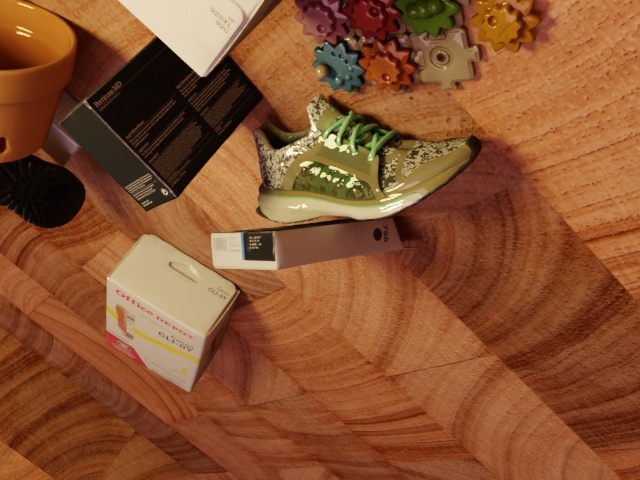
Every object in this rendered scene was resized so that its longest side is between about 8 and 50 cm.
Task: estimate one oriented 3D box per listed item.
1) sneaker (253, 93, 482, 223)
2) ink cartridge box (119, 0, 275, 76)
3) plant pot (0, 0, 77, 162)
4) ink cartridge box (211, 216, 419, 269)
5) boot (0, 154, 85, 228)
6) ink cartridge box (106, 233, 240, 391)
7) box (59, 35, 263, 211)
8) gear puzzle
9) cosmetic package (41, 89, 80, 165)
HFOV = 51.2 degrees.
[{"bbox_3d":[0.039,-0.136,1.029,0.410,0.158,0.182,-6,116,35],"label":"sneaker"},{"bbox_3d":[-0.110,-0.352,0.791,0.171,0.233,0.168,41,143,-12],"label":"ink cartridge box"},{"bbox_3d":[-0.575,-0.271,1.146,0.290,0.291,0.204,26,128,8],"label":"plant pot"},{"bbox_3d":[0.000,0.000,1.118,0.165,0.332,0.065,-2,93,46],"label":"ink cartridge box"},{"bbox_3d":[-0.659,-0.169,1.346,0.260,0.131,0.348,36,178,25],"label":"boot"},{"bbox_3d":[-0.389,0.196,1.704,0.279,0.160,0.385,30,144,3],"label":"ink cartridge box"},{"bbox_3d":[-0.236,-0.204,1.035,0.103,0.261,0.184,-14,123,45],"label":"box"},{"bbox_3d":[0.120,-0.265,0.885,0.338,0.044,0.175,5,136,32],"label":"gear puzzle"},{"bbox_3d":[-0.575,-0.272,1.359,0.231,0.085,0.117,43,143,-18],"label":"cosmetic package"}]
